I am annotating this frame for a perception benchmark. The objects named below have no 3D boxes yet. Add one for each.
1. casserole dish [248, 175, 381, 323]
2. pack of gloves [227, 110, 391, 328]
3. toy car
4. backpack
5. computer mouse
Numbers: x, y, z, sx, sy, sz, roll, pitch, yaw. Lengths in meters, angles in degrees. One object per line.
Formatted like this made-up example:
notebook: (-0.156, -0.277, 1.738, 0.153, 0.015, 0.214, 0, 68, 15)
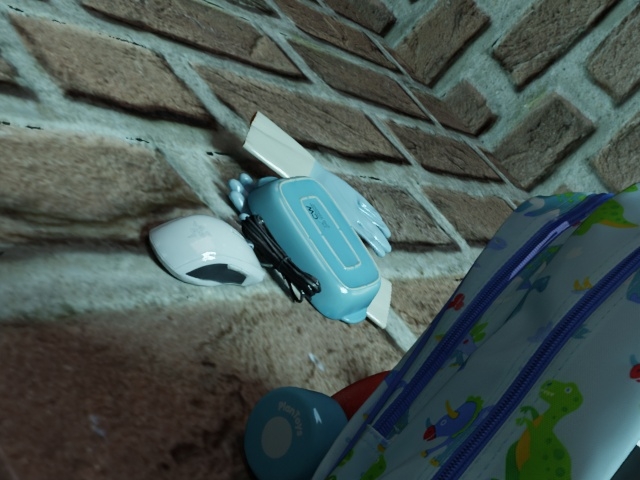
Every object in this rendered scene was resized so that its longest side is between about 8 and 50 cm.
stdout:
casserole dish: (0.000, 0.000, 0.979, 0.188, 0.037, 0.114, 56, 32, 12)
pack of gloves: (-0.014, -0.018, 1.057, 0.232, 0.046, 0.195, 38, 34, -17)
toy car: (0.114, 0.144, 0.655, 0.219, 0.238, 0.210, 23, 28, -45)
backpack: (0.149, 0.129, 0.467, 0.290, 0.355, 0.273, 44, -2, -28)
computer mouse: (-0.077, 0.009, 0.847, 0.106, 0.042, 0.193, 53, 21, 22)
